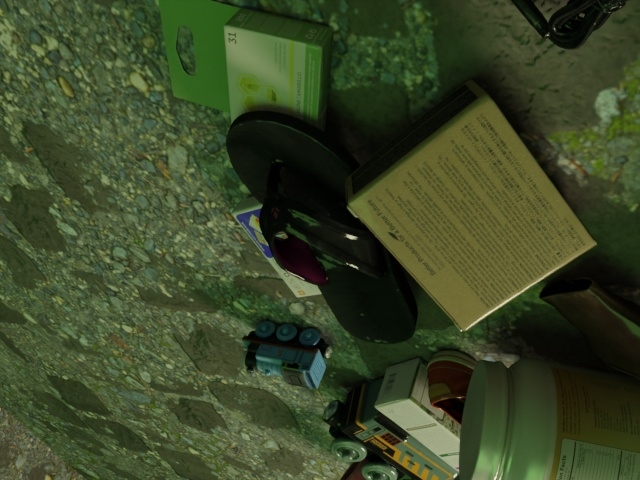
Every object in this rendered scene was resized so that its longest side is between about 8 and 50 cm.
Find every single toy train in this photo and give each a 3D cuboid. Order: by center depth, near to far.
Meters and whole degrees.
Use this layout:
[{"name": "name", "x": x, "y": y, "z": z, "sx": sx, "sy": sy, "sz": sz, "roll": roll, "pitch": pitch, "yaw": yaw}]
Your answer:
[{"name": "toy train", "x": -0.071, "y": 0.221, "z": 1.162, "sx": 0.184, "sy": 0.105, "sz": 0.080, "roll": 6, "pitch": 136, "yaw": 23}, {"name": "toy train", "x": 0.166, "y": 0.421, "z": 1.234, "sx": 0.334, "sy": 0.142, "sz": 0.190, "roll": 39, "pitch": 130, "yaw": -14}]

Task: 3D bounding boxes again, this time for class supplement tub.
[{"name": "supplement tub", "x": 0.379, "y": 0.300, "z": 0.878, "sx": 0.316, "sy": 0.228, "sz": 0.228, "roll": 10, "pitch": 138, "yaw": 7}]

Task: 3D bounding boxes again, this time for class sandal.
[{"name": "sandal", "x": 0.018, "y": 0.017, "z": 0.825, "sx": 0.168, "sy": 0.107, "sz": 0.445, "roll": -11, "pitch": 129, "yaw": 32}]

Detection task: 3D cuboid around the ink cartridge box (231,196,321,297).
[{"name": "ink cartridge box", "x": 0.000, "y": 0.000, "z": 0.931, "sx": 0.208, "sy": 0.045, "sz": 0.206, "roll": -10, "pitch": 129, "yaw": 34}]

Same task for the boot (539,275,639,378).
[{"name": "boot", "x": 0.413, "y": 0.124, "z": 0.750, "sx": 0.207, "sy": 0.090, "sz": 0.248, "roll": 37, "pitch": 169, "yaw": -7}]

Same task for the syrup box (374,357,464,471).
[{"name": "syrup box", "x": 0.225, "y": 0.333, "z": 1.130, "sx": 0.237, "sy": 0.093, "sz": 0.096, "roll": 41, "pitch": 138, "yaw": -17}]

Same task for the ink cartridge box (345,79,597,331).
[{"name": "ink cartridge box", "x": 0.174, "y": -0.035, "z": 0.708, "sx": 0.193, "sy": 0.088, "sz": 0.234, "roll": -37, "pitch": 112, "yaw": 18}]

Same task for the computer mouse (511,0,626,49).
[{"name": "computer mouse", "x": 0.178, "y": -0.288, "z": 0.503, "sx": 0.262, "sy": 0.060, "sz": 0.184, "roll": 51, "pitch": 175, "yaw": 7}]

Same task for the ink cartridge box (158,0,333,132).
[{"name": "ink cartridge box", "x": -0.105, "y": -0.210, "z": 0.759, "sx": 0.235, "sy": 0.056, "sz": 0.171, "roll": 16, "pitch": 140, "yaw": 10}]

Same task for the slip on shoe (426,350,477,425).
[{"name": "slip on shoe", "x": 0.320, "y": 0.323, "z": 1.063, "sx": 0.331, "sy": 0.101, "sz": 0.123, "roll": 36, "pitch": 138, "yaw": -12}]

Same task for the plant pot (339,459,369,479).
[{"name": "plant pot", "x": 0.146, "y": 0.585, "z": 1.385, "sx": 0.180, "sy": 0.201, "sz": 0.201, "roll": 40, "pitch": 141, "yaw": 9}]
